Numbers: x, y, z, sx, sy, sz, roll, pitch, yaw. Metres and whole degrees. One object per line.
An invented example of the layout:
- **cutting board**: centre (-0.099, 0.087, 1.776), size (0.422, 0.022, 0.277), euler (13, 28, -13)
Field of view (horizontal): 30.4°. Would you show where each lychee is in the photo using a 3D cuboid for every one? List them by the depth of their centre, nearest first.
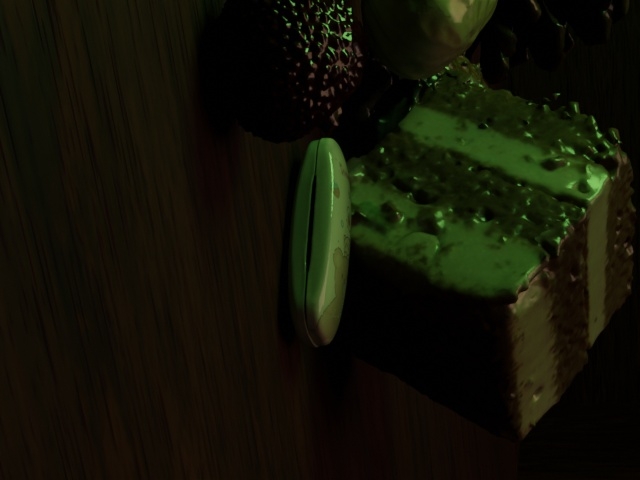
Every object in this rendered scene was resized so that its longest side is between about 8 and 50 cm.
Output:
- **lychee**: centre (-0.024, -0.142, 0.901), size (0.129, 0.123, 0.123), euler (63, 10, 11)

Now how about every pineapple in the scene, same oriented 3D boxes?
- **pineapple**: centre (0.098, -0.166, 1.385), size (0.310, 0.141, 0.170), euler (0, 112, -65)

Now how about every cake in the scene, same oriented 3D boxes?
- **cake**: centre (0.172, 0.017, 1.264), size (0.290, 0.256, 0.282), euler (-47, 144, -26)

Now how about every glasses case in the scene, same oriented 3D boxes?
- **glasses case**: centre (0.000, 0.000, 1.102), size (0.081, 0.051, 0.204), euler (58, 32, -61)

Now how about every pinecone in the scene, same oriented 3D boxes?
- **pinecone**: centre (0.239, -0.371, 1.588), size (0.384, 0.384, 0.384), euler (-2, 90, -76)

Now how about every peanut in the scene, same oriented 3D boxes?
- **peanut**: centre (0.116, -0.309, 1.239), size (0.152, 0.152, 0.313), euler (67, 19, -56)

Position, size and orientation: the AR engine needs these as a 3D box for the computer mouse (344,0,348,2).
- **computer mouse**: centre (0.008, -0.347, 1.141), size (0.128, 0.079, 0.230), euler (-57, 139, -65)
